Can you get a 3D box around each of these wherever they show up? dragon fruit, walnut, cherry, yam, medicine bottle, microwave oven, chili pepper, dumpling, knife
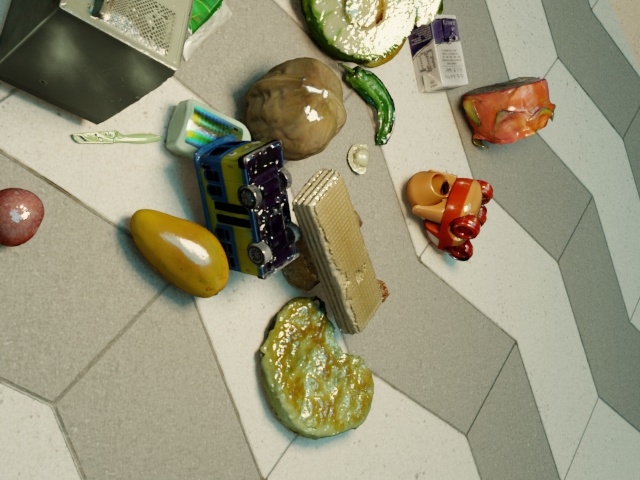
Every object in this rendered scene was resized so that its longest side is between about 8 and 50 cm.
[{"bbox_3d":[0.600,-0.402,2.426,0.290,0.290,0.189,-29,109,-41],"label":"dragon fruit"},{"bbox_3d":[-0.053,-0.313,1.844,0.248,0.248,0.249,9,77,-41],"label":"walnut"},{"bbox_3d":[-0.592,-0.019,1.389,0.225,0.090,0.107,-44,115,-38],"label":"cherry"},{"bbox_3d":[0.000,0.001,1.909,0.238,0.129,0.128,-54,142,-32],"label":"yam"},{"bbox_3d":[-0.232,-0.224,1.758,0.228,0.083,0.121,22,76,-37],"label":"medicine bottle"},{"bbox_3d":[-0.404,-0.499,1.462,0.236,0.374,0.432,23,63,-37],"label":"microwave oven"},{"bbox_3d":[0.131,-0.401,2.134,0.279,0.065,0.122,53,49,-27],"label":"chili pepper"},{"bbox_3d":[0.104,-0.224,2.101,0.052,0.057,0.076,-66,164,-71],"label":"dumpling"},{"bbox_3d":[-0.426,-0.219,1.628,0.207,0.014,0.030,-8,90,-42],"label":"knife"}]

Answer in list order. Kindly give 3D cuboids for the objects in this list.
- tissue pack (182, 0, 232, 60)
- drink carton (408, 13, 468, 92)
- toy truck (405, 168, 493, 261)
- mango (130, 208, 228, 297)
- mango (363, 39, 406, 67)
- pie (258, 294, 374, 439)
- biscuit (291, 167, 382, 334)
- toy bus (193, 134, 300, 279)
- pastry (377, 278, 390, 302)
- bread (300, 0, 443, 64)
[{"bbox_3d":[-0.287,-0.515,1.714,0.156,0.148,0.209,48,54,-25],"label":"tissue pack"},{"bbox_3d":[0.356,-0.566,2.346,0.134,0.101,0.223,-13,91,-45],"label":"drink carton"},{"bbox_3d":[0.360,-0.089,2.234,0.265,0.239,0.189,86,27,-57],"label":"toy truck"},{"bbox_3d":[-0.296,0.018,1.642,0.253,0.113,0.139,41,65,-22],"label":"mango"},{"bbox_3d":[0.176,-0.637,2.165,0.192,0.146,0.317,11,85,-29],"label":"mango"},{"bbox_3d":[-0.010,0.326,1.876,0.296,0.078,0.371,-46,112,-38],"label":"pie"},{"bbox_3d":[0.046,0.039,1.798,0.144,0.078,0.426,-52,137,-33],"label":"biscuit"},{"bbox_3d":[-0.158,-0.076,1.691,0.138,0.175,0.288,-35,126,-45],"label":"toy bus"},{"bbox_3d":[0.116,0.129,2.032,0.169,0.063,0.087,7,81,-43],"label":"pastry"},{"bbox_3d":[0.140,-0.646,2.025,0.381,0.129,0.367,9,99,-7],"label":"bread"}]
